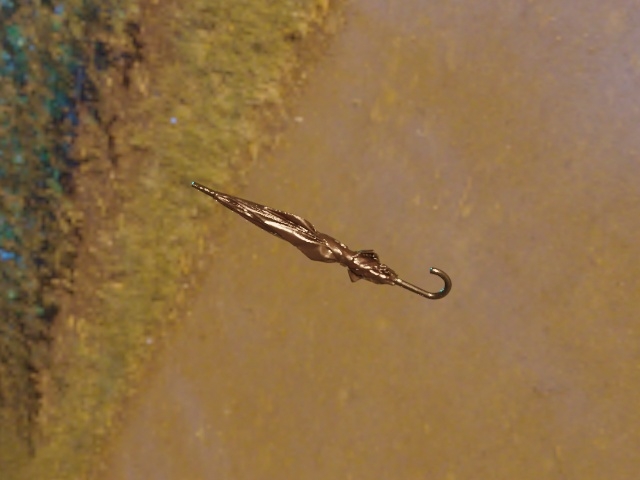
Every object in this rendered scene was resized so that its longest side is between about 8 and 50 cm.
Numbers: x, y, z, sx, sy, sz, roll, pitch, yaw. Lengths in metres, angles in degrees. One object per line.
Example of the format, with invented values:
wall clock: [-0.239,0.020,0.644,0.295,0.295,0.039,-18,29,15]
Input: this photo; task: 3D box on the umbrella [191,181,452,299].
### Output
umbrella: [-0.001,0.002,0.509,0.013,0.122,0.022,-71,2,-56]
